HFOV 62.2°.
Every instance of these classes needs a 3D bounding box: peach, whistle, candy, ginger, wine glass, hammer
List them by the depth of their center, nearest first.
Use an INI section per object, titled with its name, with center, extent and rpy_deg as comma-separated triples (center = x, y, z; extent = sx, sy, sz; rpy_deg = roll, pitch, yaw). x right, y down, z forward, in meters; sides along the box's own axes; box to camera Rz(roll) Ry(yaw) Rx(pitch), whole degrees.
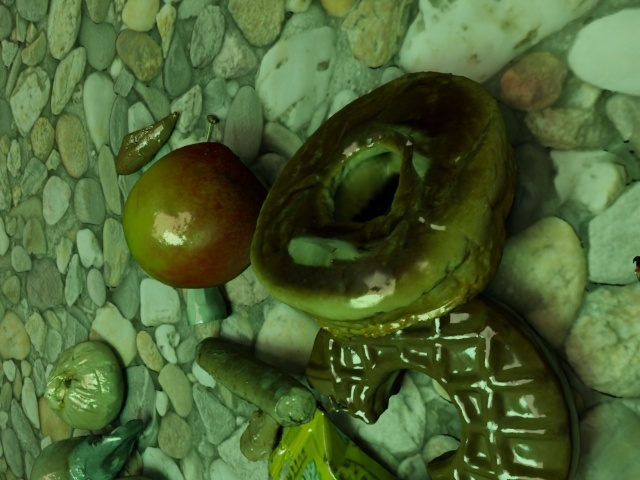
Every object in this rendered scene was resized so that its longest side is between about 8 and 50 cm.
[candy]
center = 0.053, 0.380, 0.783
extent = 0.297, 0.081, 0.187
rpy_deg = 36, 114, 19
[peach]
center = -0.187, -0.038, 0.831
extent = 0.231, 0.231, 0.231
rpy_deg = 4, 97, 36
[ginger]
center = -0.095, 0.308, 0.910
extent = 0.069, 0.051, 0.173
rpy_deg = 30, 105, 42
[wine glass]
center = -0.211, 0.072, 0.958
extent = 0.073, 0.073, 0.155
rpy_deg = -10, 86, 37
[hammer]
center = -0.209, -0.167, 0.965
extent = 0.029, 0.014, 0.123
rpy_deg = 35, 117, 38
[whistle]
center = -0.495, 0.493, 1.146
extent = 0.348, 0.189, 0.189
rpy_deg = -37, 73, 26

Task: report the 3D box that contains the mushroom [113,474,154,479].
[mushroom]
center = -0.397, 0.589, 1.066
extent = 0.204, 0.204, 0.204
rpy_deg = 4, 97, 36

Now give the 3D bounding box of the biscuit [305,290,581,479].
[biscuit]
center = 0.151, 0.181, 0.673
extent = 0.366, 0.115, 0.268
rpy_deg = 34, 113, 28

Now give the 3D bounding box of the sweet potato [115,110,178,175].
[sweet potato]
center = -0.347, -0.187, 1.037
extent = 0.206, 0.060, 0.068
rpy_deg = -30, 111, 24

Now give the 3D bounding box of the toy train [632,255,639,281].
[toy train]
center = 0.413, 0.198, 0.497
extent = 0.089, 0.086, 0.409
rpy_deg = -24, 80, 35

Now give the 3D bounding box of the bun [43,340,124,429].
[bun]
center = -0.540, 0.330, 1.189
extent = 0.222, 0.127, 0.222
rpy_deg = 5, 98, 39

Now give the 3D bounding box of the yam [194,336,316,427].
[yam]
center = -0.115, 0.219, 0.854
extent = 0.317, 0.067, 0.071
rpy_deg = 9, 65, 54

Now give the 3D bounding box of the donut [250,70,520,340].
[donut]
center = 0.081, -0.033, 0.625
extent = 0.330, 0.160, 0.330
rpy_deg = -27, 41, 27
